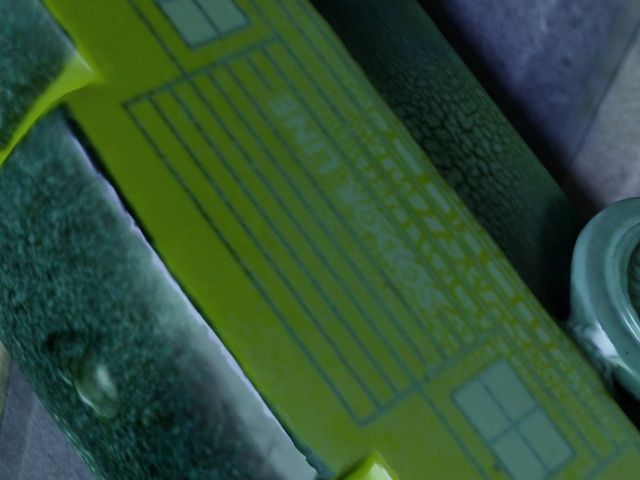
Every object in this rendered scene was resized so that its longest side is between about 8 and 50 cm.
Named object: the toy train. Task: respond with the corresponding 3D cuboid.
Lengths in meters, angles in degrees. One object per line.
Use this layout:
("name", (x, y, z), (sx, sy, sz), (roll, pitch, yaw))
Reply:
("toy train", (0.000, 0.000, 0.697), (0.442, 0.272, 0.179), (53, 139, 8))
